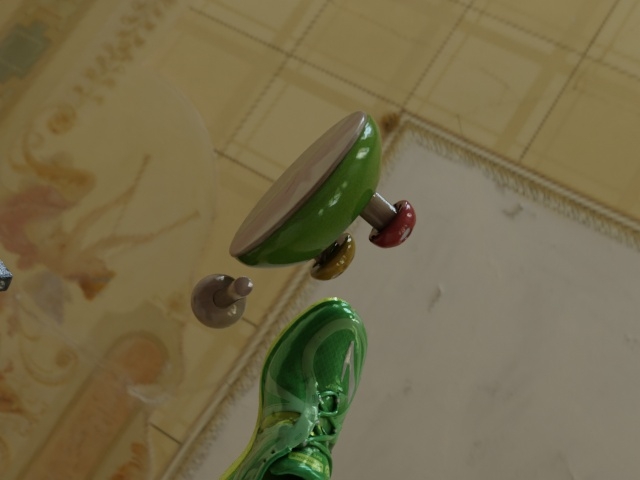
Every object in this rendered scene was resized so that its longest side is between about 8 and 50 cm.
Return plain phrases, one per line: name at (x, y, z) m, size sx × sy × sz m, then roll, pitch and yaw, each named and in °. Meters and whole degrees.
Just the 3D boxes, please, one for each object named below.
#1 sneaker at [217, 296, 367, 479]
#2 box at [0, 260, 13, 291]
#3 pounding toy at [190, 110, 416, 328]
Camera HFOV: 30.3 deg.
sneaker at (-0.018, 0.198, 1.130) m, size 0.123 × 0.109 × 0.295 m, roll 2°, pitch -116°, yaw 58°
box at (-0.331, 0.021, 1.072) m, size 0.067 × 0.083 × 0.018 m, roll 44°, pitch -61°, yaw 31°
pounding toy at (0.000, 0.000, 1.096) m, size 0.110 × 0.183 × 0.237 m, roll 42°, pitch -111°, yaw -12°
